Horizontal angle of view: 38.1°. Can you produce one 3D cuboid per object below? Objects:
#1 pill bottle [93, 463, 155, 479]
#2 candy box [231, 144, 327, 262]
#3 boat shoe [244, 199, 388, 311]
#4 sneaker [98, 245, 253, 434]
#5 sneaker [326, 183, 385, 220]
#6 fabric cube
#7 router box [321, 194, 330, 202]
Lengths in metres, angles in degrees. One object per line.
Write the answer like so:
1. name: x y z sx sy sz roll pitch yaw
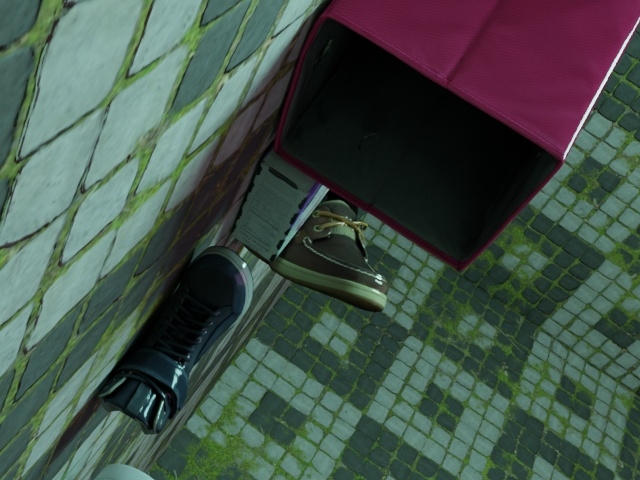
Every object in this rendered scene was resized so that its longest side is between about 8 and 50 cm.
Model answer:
1. pill bottle: -0.319 0.441 1.163 0.323 0.181 0.181 -53 177 -46
2. candy box: -0.023 -0.085 1.153 0.165 0.070 0.196 -54 178 -29
3. boat shoe: 0.000 0.000 1.265 0.123 0.123 0.342 -66 -155 2
4. sneaker: -0.161 0.119 1.033 0.226 0.086 0.163 -56 -179 39
5. sneaker: 0.078 -0.148 1.255 0.130 0.109 0.286 -29 157 -23
6. fabric cube: 0.139 -0.175 0.966 0.258 0.259 0.254 -56 178 -27
7. router box: 0.107 -0.213 1.438 0.309 0.081 0.243 -54 172 26
